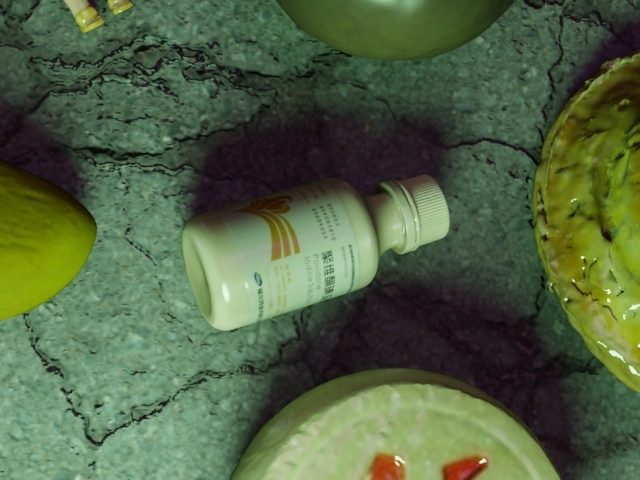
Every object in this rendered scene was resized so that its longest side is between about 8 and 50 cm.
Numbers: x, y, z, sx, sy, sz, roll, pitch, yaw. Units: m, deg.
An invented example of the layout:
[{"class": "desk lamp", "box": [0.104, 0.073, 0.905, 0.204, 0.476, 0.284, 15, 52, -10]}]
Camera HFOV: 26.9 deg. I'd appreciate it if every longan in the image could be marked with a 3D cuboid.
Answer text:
[{"class": "longan", "box": [0.083, -0.324, 1.273, 0.318, 0.319, 0.319, 3, 78, -14]}]

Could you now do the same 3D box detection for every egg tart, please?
[{"class": "egg tart", "box": [0.433, -0.032, 1.338, 0.443, 0.178, 0.443, 1, 70, -2]}]

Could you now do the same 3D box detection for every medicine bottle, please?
[{"class": "medicine bottle", "box": [0.000, 0.000, 1.280, 0.252, 0.114, 0.114, -17, 83, -18]}]

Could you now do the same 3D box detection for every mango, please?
[{"class": "mango", "box": [-0.366, -0.021, 1.164, 0.331, 0.142, 0.195, 27, 55, -15]}]

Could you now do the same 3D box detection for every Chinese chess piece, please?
[{"class": "Chinese chess piece", "box": [0.070, 0.286, 1.224, 0.338, 0.140, 0.338, 3, 78, -14]}]

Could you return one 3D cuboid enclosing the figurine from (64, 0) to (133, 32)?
[{"class": "figurine", "box": [-0.262, -0.319, 1.278, 0.174, 0.116, 0.240, -33, 94, -16]}]
